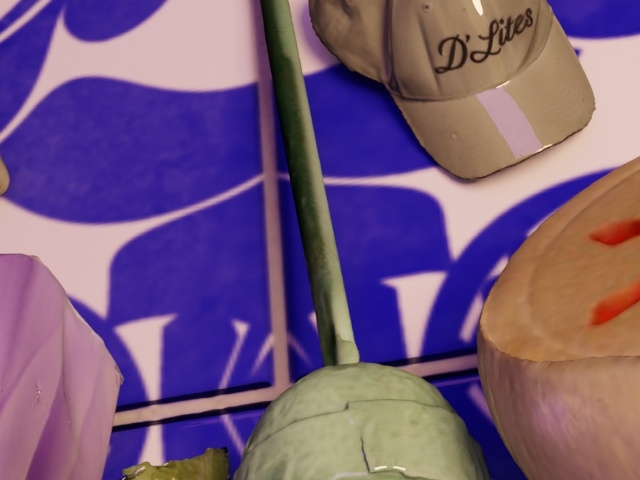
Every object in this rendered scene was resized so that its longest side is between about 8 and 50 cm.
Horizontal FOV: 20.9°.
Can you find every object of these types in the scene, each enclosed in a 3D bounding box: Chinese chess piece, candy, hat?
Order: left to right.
[{"bbox_3d":[0.000,0.000,0.865,0.119,0.119,0.440,-14,50,6],"label":"candy"},{"bbox_3d":[0.068,-0.106,0.924,0.122,0.081,0.166,-25,66,1],"label":"hat"},{"bbox_3d":[0.188,0.029,0.717,0.250,0.103,0.250,-25,16,8],"label":"Chinese chess piece"}]

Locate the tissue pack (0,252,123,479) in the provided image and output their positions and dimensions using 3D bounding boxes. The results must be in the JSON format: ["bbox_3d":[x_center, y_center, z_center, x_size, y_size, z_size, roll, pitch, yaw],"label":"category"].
[{"bbox_3d":[-0.242,0.183,0.770,0.242,0.160,0.338,0,60,16],"label":"tissue pack"}]

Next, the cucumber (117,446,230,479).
[{"bbox_3d":[-0.076,0.188,0.784,0.046,0.070,0.220,-30,48,32],"label":"cucumber"}]

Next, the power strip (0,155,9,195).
[{"bbox_3d":[-0.274,-0.108,1.015,0.105,0.070,0.256,-27,58,-6],"label":"power strip"}]
